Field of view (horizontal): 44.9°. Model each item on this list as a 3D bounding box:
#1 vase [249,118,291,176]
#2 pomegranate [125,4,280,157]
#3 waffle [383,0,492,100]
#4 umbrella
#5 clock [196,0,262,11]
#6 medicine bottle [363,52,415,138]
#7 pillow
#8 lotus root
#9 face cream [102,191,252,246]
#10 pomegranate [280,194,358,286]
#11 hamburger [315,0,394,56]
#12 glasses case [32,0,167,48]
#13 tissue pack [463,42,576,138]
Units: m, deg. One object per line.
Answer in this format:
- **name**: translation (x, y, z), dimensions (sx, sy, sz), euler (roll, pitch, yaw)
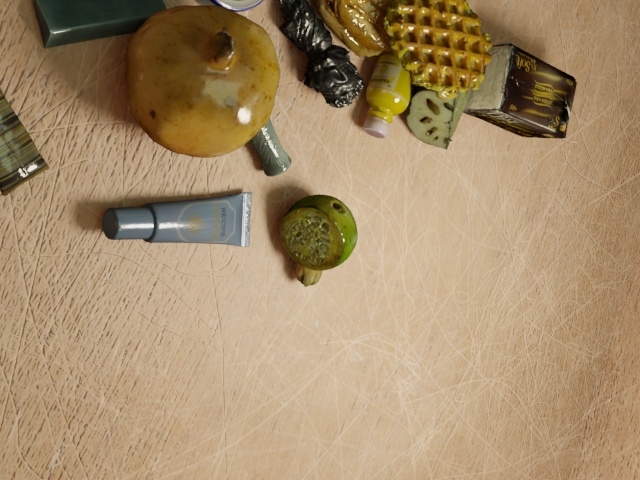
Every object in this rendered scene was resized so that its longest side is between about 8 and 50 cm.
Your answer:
- **vase**: translation (-0.145, -0.260, 1.864), dimensions (0.096, 0.096, 0.219), euler (-44, 125, -26)
- **pomegranate**: translation (-0.245, -0.338, 1.609), dimensions (0.342, 0.342, 0.343), euler (-7, 102, -39)
- **waffle**: translation (0.304, -0.508, 1.960), dimensions (0.325, 0.068, 0.302), euler (47, 61, -12)
- **umbrella**: translation (-0.023, -0.476, 1.917), dimensions (0.336, 0.128, 0.154), euler (46, 53, -28)
- **clock**: translation (-0.211, -0.636, 1.756), dimensions (0.230, 0.083, 0.231), euler (-7, 102, -36)
- **medicine bottle**: translation (0.180, -0.385, 2.089), dimensions (0.121, 0.121, 0.213), euler (27, 80, -39)
- **pillow**: translation (-0.625, -0.198, 1.509), dimensions (0.113, 0.038, 0.203), euler (-41, 121, -28)
- **lotus root**: translation (0.343, -0.442, 2.164), dimensions (0.267, 0.149, 0.260), euler (83, 27, -65)
- **face cream**: translation (-0.309, -0.043, 1.769), dimensions (0.385, 0.086, 0.136), euler (-4, 100, -44)
- **pomegranate**: translation (0.012, -0.004, 1.979), dimensions (0.159, 0.189, 0.241), euler (-37, 120, -58)
- **hamburger**: translation (0.131, -0.639, 1.984), dimensions (0.318, 0.158, 0.319), euler (-9, 104, -39)
- **glasses case**: translation (-0.448, -0.473, 1.600), dimensions (0.266, 0.056, 0.105), euler (-23, 112, -35)
- **tissue pack**: translation (0.596, -0.452, 2.373), dimensions (0.369, 0.198, 0.210), euler (10, 94, -40)
